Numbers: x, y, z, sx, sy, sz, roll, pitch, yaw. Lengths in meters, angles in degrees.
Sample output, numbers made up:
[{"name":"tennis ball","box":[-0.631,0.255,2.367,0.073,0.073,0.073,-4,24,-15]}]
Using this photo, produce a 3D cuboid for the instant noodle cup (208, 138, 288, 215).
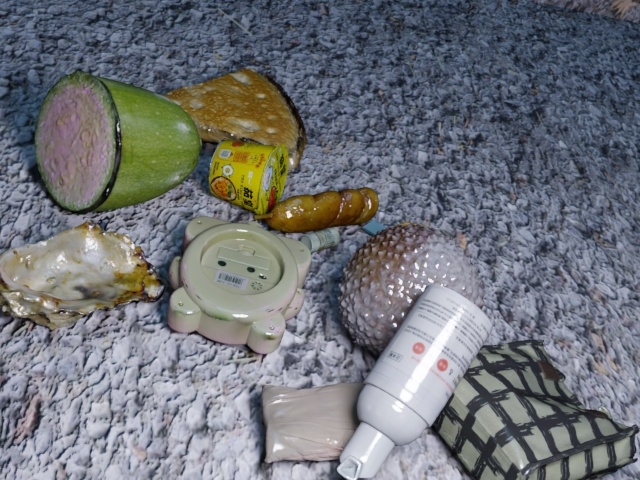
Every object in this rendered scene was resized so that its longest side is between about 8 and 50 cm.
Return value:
[{"name":"instant noodle cup","box":[-0.173,-0.154,2.140,0.144,0.182,0.182,15,35,13]}]

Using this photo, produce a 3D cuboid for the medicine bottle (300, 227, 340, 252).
[{"name":"medicine bottle","box":[0.000,0.000,2.102,0.083,0.047,0.047,-15,47,-36]}]

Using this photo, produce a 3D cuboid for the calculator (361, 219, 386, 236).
[{"name":"calculator","box":[0.181,0.003,2.193,0.172,0.018,0.057,33,38,20]}]

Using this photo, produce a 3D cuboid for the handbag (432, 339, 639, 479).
[{"name":"handbag","box":[0.380,0.332,1.726,0.326,0.163,0.325,-7,39,-31]}]

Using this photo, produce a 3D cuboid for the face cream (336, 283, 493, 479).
[{"name":"face cream","box":[0.147,0.264,1.604,0.145,0.145,0.370,32,76,19]}]

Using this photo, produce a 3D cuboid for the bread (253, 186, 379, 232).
[{"name":"bread","box":[-0.009,-0.063,2.132,0.343,0.124,0.084,-10,67,-35]}]

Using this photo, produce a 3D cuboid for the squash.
[{"name":"squash","box":[-0.429,-0.217,2.054,0.310,0.310,0.308,41,27,29]}]

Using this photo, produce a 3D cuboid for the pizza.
[{"name":"pizza","box":[-0.180,-0.311,2.414,0.391,0.080,0.435,35,41,24]}]

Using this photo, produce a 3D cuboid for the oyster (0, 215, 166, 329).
[{"name":"oyster","box":[-0.479,0.092,1.755,0.221,0.096,0.361,42,43,23]}]

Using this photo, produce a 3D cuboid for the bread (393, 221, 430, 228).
[{"name":"bread","box":[0.205,0.024,2.029,0.115,0.200,0.077,25,66,15]}]

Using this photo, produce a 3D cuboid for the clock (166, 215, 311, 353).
[{"name":"clock","box":[-0.171,0.089,1.870,0.283,0.114,0.310,16,38,-3]}]

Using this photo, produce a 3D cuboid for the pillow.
[{"name":"pillow","box":[0.009,0.323,1.661,0.270,0.067,0.173,4,44,-24]}]

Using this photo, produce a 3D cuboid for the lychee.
[{"name":"lychee","box":[0.182,0.109,1.835,0.299,0.300,0.300,11,37,-8]}]
